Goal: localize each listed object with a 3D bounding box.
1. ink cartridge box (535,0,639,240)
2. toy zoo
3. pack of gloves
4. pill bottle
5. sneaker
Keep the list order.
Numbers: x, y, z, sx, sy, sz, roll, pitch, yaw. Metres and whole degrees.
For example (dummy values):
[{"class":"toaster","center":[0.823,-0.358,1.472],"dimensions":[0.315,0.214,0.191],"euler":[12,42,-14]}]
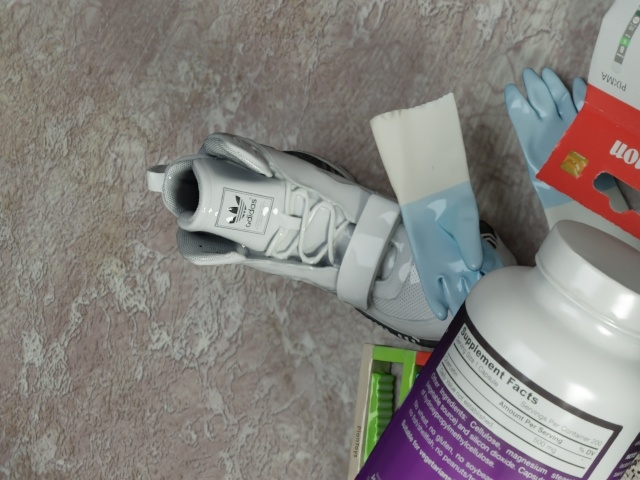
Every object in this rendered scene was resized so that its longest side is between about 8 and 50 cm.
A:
[{"class":"ink cartridge box","center":[0.286,-0.117,1.351],"dimensions":[0.181,0.056,0.224],"euler":[36,92,42]},{"class":"toy zoo","center":[0.142,0.201,1.499],"dimensions":[0.293,0.030,0.192],"euler":[3,86,45]},{"class":"pack of gloves","center":[0.162,-0.045,1.438],"dimensions":[0.195,0.046,0.232],"euler":[-19,66,6]},{"class":"pill bottle","center":[0.159,0.149,1.340],"dimensions":[0.181,0.181,0.323],"euler":[46,114,39]},{"class":"sneaker","center":[0.000,0.000,1.544],"dimensions":[0.366,0.210,0.137],"euler":[27,103,44]}]
